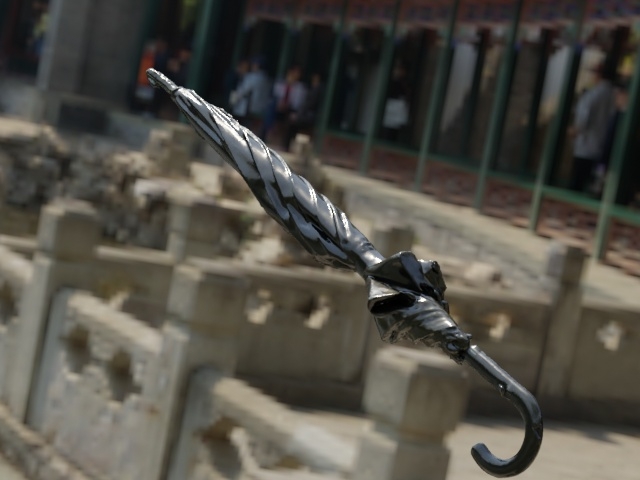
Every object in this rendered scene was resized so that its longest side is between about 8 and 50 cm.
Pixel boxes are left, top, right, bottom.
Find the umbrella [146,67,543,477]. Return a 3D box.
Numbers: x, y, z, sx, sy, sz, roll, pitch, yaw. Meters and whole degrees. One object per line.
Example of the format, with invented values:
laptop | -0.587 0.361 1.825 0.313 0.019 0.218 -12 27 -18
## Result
umbrella | 0.002 -0.004 0.362 0.022 0.022 0.149 6 33 -45
